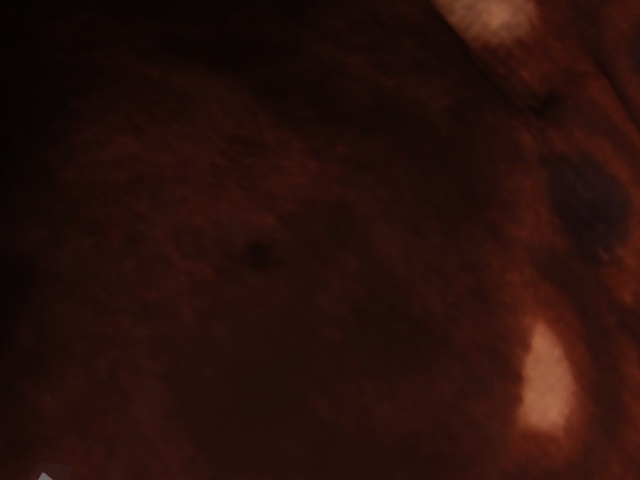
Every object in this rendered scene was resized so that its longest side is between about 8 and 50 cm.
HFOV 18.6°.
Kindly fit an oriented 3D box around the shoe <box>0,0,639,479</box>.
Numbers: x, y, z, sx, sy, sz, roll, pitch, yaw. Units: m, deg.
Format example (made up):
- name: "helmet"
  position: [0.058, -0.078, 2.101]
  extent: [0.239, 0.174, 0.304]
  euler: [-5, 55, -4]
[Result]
- name: "shoe"
  position: [0.000, 0.000, 0.459]
  extent: [0.237, 0.171, 0.384]
  euler: [29, 57, -22]
